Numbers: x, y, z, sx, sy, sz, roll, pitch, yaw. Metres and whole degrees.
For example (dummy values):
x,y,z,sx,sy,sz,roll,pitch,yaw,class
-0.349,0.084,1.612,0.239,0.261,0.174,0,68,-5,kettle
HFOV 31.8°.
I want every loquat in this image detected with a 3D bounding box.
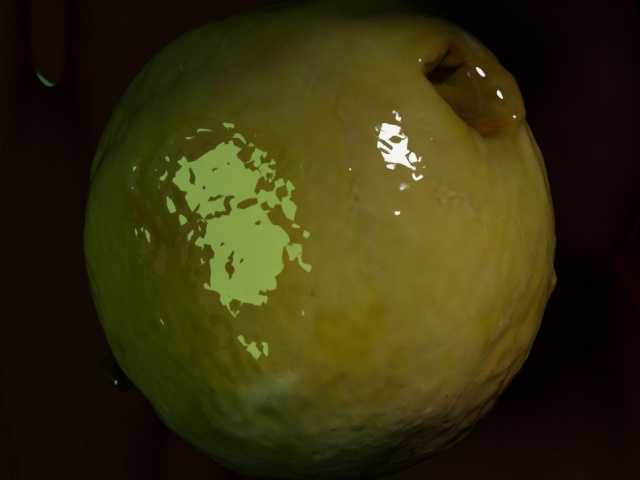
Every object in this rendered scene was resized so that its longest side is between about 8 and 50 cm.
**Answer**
x,y,z,sx,sy,sz,roll,pitch,yaw,class
0.000,0.000,0.514,0.238,0.193,0.238,9,105,34,loquat
